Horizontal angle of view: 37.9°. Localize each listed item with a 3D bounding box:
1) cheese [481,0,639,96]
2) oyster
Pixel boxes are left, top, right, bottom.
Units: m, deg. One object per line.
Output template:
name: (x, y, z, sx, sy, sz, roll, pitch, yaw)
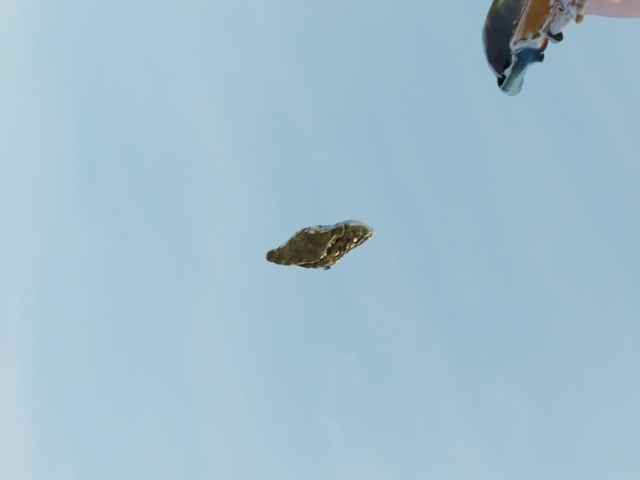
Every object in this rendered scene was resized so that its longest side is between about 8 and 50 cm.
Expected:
cheese: (0.154, -0.183, 0.489, 0.129, 0.329, 0.217, 25, -105, 1)
oyster: (0.000, 0.001, 0.793, 0.051, 0.093, 0.034, -137, -153, -68)
